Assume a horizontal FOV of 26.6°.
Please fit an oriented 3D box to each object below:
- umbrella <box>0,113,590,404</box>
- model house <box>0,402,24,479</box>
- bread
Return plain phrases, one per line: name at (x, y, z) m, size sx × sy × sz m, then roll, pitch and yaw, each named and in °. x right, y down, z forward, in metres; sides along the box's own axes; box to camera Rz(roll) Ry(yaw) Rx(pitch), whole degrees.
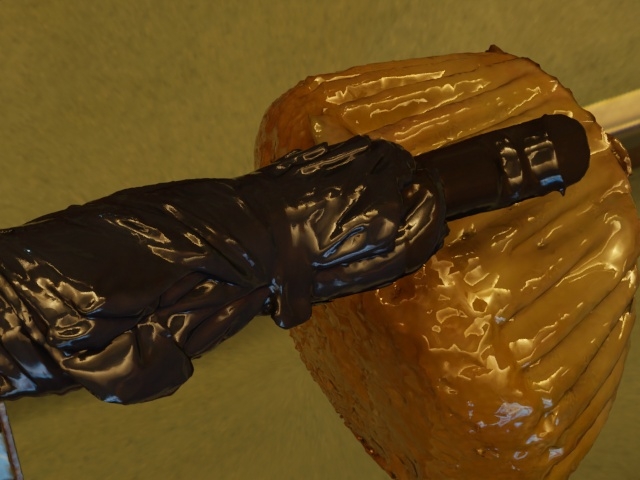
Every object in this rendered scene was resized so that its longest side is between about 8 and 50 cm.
umbrella at (-0.004, 0.002, 0.451) m, size 0.248 × 0.071 × 0.071 m, roll -15°, pitch 84°, yaw -37°
model house at (-0.304, 0.126, 0.943) m, size 0.206 × 0.178 × 0.271 m, roll -42°, pitch 127°, yaw 12°
bread at (0.057, 0.020, 0.663) m, size 0.139 × 0.240 × 0.240 m, roll -29°, pitch 86°, yaw -18°
